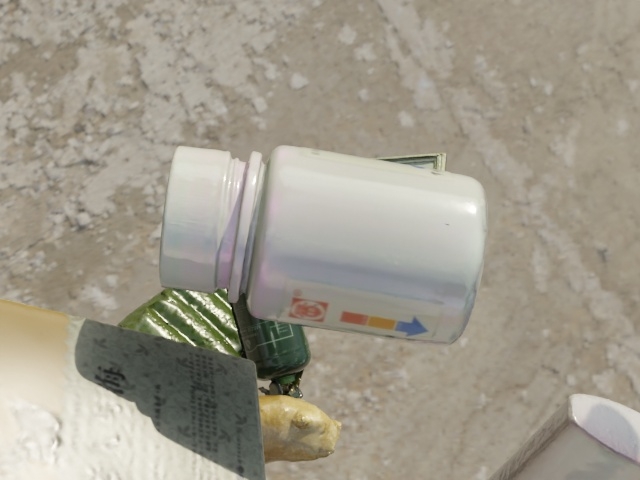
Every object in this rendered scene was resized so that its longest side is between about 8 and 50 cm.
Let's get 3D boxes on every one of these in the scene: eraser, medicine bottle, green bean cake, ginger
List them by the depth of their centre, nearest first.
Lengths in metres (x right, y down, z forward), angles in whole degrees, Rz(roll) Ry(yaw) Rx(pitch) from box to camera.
[{"bbox_3d":[0.000,0.000,1.039,0.293,0.170,0.170,8,74,-4],"label":"medicine bottle"},{"bbox_3d":[0.333,0.327,1.458,0.174,0.270,0.095,24,42,-9],"label":"eraser"},{"bbox_3d":[-0.188,0.287,1.484,0.363,0.348,0.122,13,51,-35],"label":"ginger"},{"bbox_3d":[-0.222,0.213,1.864,0.218,0.319,0.335,44,43,10],"label":"green bean cake"}]

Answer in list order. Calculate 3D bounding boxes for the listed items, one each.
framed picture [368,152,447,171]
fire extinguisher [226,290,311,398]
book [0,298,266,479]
[{"bbox_3d":[0.061,-0.049,1.844,0.018,0.293,0.231,61,31,-53],"label":"framed picture"},{"bbox_3d":[-0.082,0.101,1.573,0.095,0.114,0.311,-12,83,-46],"label":"fire extinguisher"},{"bbox_3d":[-0.225,0.169,0.960,0.389,0.032,0.269,15,39,-22],"label":"book"}]
